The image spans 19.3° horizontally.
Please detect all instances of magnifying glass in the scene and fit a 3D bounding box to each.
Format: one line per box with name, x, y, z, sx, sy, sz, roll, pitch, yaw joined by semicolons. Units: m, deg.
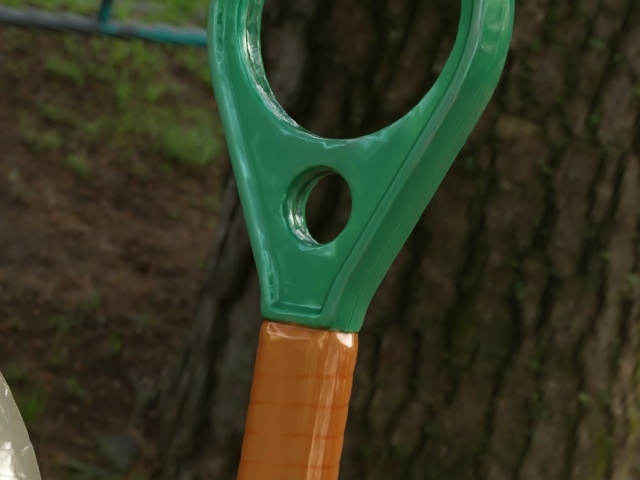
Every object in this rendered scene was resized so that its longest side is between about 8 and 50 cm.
magnifying glass;0.000;0.000;0.531;0.092;0.231;0.026;7;-1;32

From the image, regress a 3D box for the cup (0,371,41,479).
cup;-0.299;0.137;0.694;0.331;0.331;0.237;26;5;21
